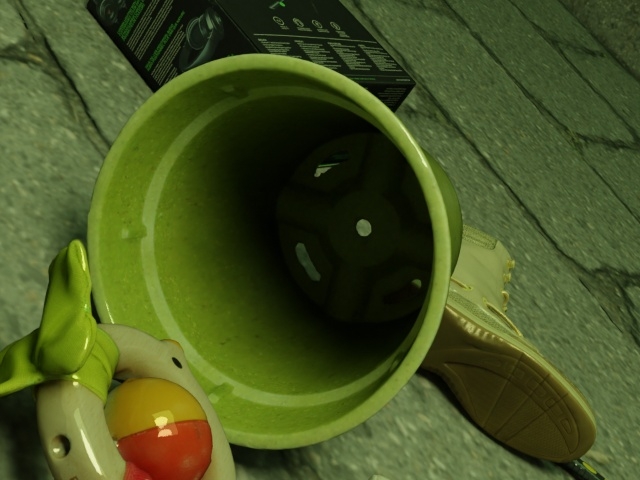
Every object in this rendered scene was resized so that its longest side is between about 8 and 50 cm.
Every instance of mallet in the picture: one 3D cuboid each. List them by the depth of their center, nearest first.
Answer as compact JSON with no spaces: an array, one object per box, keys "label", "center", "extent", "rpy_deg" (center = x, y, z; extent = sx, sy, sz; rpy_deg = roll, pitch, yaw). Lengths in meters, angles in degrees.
[{"label":"mallet","center":[0.276,0.244,1.008],"extent":[0.190,0.039,0.062],"rpy_deg":[33,32,-1]}]

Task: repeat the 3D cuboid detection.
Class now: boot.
[{"label":"boot","center":[0.173,0.088,1.047],"extent":[0.262,0.095,0.203],"rpy_deg":[35,28,6]}]

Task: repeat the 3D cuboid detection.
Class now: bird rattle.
[{"label":"bird rattle","center":[-0.114,0.128,0.643],"extent":[0.253,0.143,0.207],"rpy_deg":[56,19,22]}]

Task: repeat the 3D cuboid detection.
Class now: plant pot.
[{"label":"plant pot","center":[0.000,0.000,0.840],"extent":[0.276,0.276,0.254],"rpy_deg":[46,18,12]}]

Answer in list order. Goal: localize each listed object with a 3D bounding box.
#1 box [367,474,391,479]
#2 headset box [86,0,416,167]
[{"label":"box","center":[0.042,0.283,0.626],"extent":[0.113,0.094,0.275],"rpy_deg":[33,30,-10]},{"label":"headset box","center":[-0.079,-0.221,1.151],"extent":[0.283,0.131,0.246],"rpy_deg":[50,32,20]}]
